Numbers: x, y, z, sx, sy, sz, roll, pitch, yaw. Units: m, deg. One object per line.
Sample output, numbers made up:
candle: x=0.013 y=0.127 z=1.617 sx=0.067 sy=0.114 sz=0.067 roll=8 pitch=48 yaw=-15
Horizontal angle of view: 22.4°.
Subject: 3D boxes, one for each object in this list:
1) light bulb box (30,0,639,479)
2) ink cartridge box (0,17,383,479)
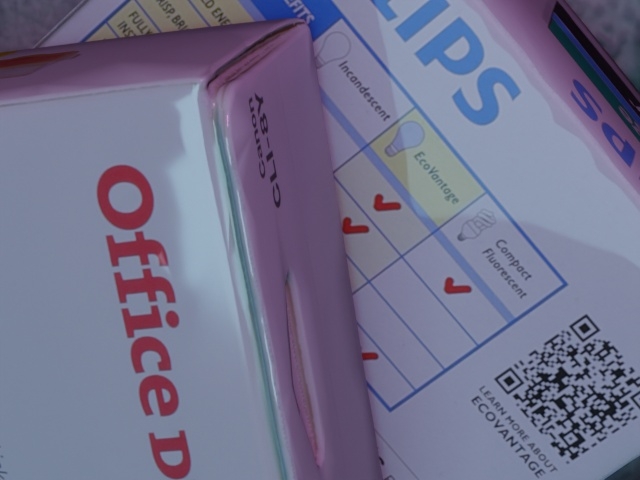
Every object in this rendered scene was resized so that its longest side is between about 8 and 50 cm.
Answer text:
light bulb box: x=0.000 y=0.000 z=0.903 sx=0.361 sy=0.225 sz=0.358 roll=-38 pitch=96 yaw=20
ink cartridge box: x=-0.179 y=0.063 z=0.759 sx=0.384 sy=0.160 sz=0.279 roll=-5 pitch=107 yaw=16
